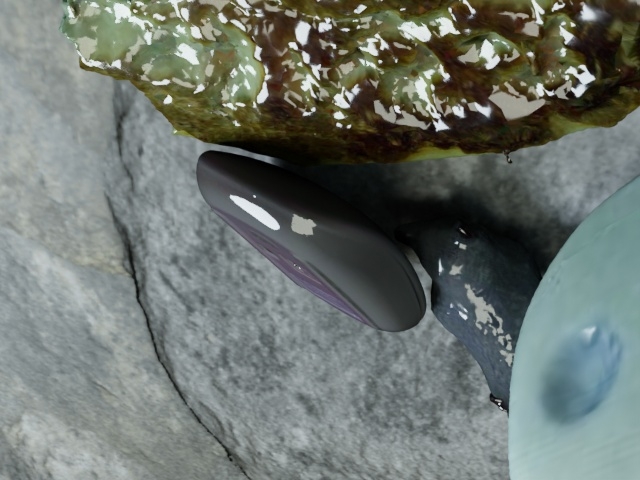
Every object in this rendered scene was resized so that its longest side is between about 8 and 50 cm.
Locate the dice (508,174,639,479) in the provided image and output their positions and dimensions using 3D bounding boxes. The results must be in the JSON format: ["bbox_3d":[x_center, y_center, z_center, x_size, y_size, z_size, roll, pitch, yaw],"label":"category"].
[{"bbox_3d":[0.292,0.109,0.862,0.268,0.264,0.262,26,143,-28],"label":"dice"}]

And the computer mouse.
[{"bbox_3d":[0.001,-0.001,0.929,0.120,0.057,0.232,29,173,30],"label":"computer mouse"}]

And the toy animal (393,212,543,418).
[{"bbox_3d":[0.120,0.065,0.994,0.121,0.117,0.210,-11,147,42],"label":"toy animal"}]

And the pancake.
[{"bbox_3d":[0.043,-0.146,0.732,0.305,0.067,0.427,29,146,-17],"label":"pancake"}]
